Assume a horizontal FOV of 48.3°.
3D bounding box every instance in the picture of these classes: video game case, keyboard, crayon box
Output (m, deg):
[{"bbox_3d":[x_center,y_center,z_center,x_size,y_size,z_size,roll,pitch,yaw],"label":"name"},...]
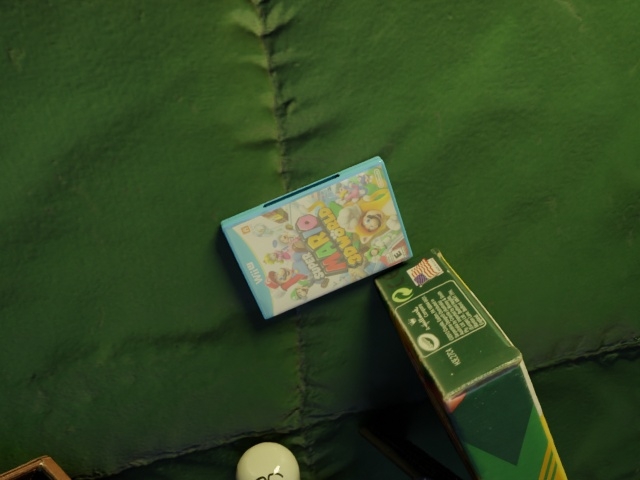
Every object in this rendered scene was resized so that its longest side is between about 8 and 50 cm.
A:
[{"bbox_3d":[0.000,0.000,0.708,0.166,0.015,0.119,-23,121,-2],"label":"video game case"},{"bbox_3d":[0.115,0.246,0.775,0.108,0.180,0.023,30,84,-14],"label":"keyboard"},{"bbox_3d":[0.172,0.188,0.749,0.081,0.202,0.318,-28,120,0],"label":"crayon box"}]

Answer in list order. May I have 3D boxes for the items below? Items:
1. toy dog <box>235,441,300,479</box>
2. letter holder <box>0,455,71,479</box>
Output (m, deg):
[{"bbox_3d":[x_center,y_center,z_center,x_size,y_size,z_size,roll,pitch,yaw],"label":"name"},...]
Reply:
[{"bbox_3d":[-0.020,0.405,0.834,0.220,0.161,0.333,-39,121,4],"label":"toy dog"},{"bbox_3d":[-0.356,0.395,0.683,0.301,0.152,0.214,-58,160,17],"label":"letter holder"}]
